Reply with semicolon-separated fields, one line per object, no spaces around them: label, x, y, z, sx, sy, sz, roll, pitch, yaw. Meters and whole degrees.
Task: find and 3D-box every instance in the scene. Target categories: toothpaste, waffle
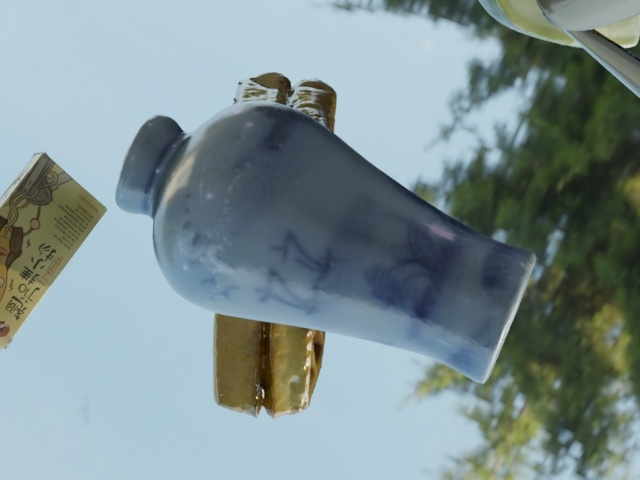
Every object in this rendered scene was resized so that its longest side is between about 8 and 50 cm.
toothpaste;0.274;-0.142;1.570;0.052;0.033;0.218;8;-151;-51
waffle;-0.037;-0.005;1.530;0.098;0.224;0.327;1;-163;0

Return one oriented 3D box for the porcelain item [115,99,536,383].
porcelain item;0.000;0.000;1.128;0.259;0.141;0.141;24;-136;8

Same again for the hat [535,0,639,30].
hat;0.240;-0.214;1.384;0.147;0.175;0.085;55;-156;-15

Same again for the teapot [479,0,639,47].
teapot;0.237;-0.360;1.665;0.239;0.321;0.239;-6;-127;-29

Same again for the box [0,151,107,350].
box;-0.235;0.009;1.415;0.073;0.020;0.149;43;-110;-25
